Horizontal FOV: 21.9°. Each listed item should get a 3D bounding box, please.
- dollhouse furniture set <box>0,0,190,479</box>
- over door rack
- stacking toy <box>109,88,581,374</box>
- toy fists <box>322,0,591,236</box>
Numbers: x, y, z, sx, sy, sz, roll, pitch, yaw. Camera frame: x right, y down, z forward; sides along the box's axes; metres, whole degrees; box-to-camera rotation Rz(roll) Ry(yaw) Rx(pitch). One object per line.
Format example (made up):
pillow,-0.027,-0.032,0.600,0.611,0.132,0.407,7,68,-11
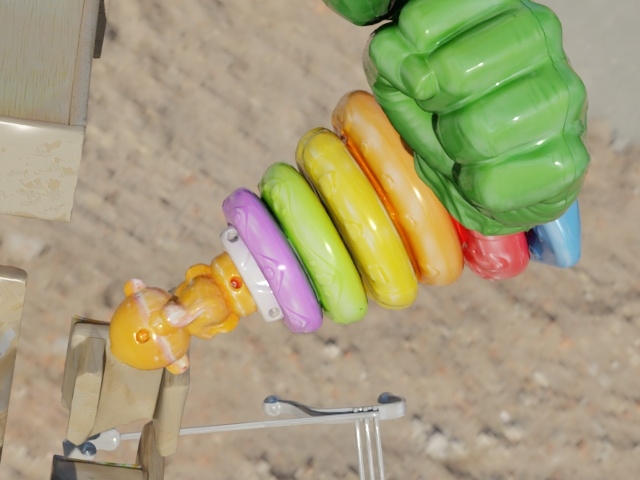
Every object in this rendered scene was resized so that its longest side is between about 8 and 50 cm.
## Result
dollhouse furniture set,-0.273,0.016,1.222,0.362,0.394,0.256,9,32,-9
over door rack,-0.072,0.273,1.553,0.324,0.239,0.108,-6,3,-9
stacking toy,0.000,0.000,1.066,0.175,0.302,0.166,61,-6,-7
toy fists,0.051,-0.129,0.887,0.096,0.142,0.279,-26,74,-12
